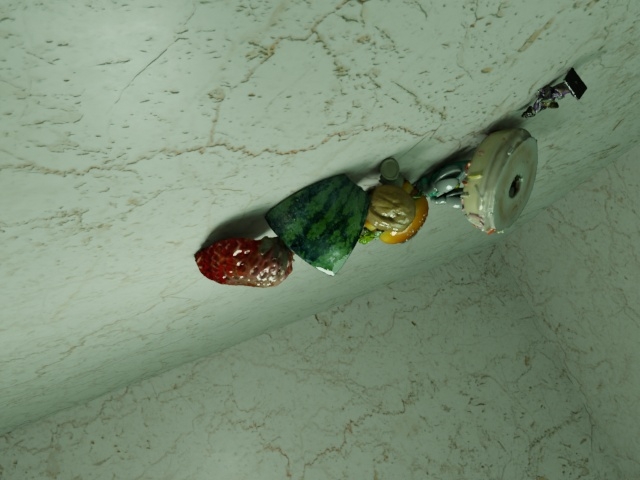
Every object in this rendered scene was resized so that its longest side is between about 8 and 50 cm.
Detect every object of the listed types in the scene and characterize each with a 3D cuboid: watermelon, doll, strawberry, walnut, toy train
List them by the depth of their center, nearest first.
[{"bbox_3d":[-0.005,-0.091,1.599,0.250,0.292,0.283,38,95,-26],"label":"watermelon"},{"bbox_3d":[0.221,-0.102,1.608,0.166,0.166,0.149,-41,-161,45],"label":"walnut"},{"bbox_3d":[-0.243,0.083,1.613,0.336,0.149,0.265,-11,171,28],"label":"strawberry"},{"bbox_3d":[0.466,-0.190,1.869,0.194,0.153,0.258,8,150,-32],"label":"doll"},{"bbox_3d":[0.163,-0.029,2.141,0.085,0.053,0.249,-38,160,16],"label":"toy train"}]

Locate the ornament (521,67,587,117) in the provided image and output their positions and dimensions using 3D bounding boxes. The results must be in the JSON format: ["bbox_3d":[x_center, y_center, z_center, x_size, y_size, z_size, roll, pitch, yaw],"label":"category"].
[{"bbox_3d":[0.714,-0.445,1.583,0.081,0.088,0.203,-43,-174,-26],"label":"ornament"}]

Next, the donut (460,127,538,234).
[{"bbox_3d":[0.619,-0.208,1.774,0.382,0.142,0.383,-24,125,-40],"label":"donut"}]

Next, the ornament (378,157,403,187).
[{"bbox_3d":[0.225,-0.203,1.632,0.081,0.075,0.156,-12,167,9],"label":"ornament"}]

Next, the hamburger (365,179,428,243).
[{"bbox_3d":[0.277,-0.085,1.790,0.246,0.170,0.246,-47,-177,3],"label":"hamburger"}]
